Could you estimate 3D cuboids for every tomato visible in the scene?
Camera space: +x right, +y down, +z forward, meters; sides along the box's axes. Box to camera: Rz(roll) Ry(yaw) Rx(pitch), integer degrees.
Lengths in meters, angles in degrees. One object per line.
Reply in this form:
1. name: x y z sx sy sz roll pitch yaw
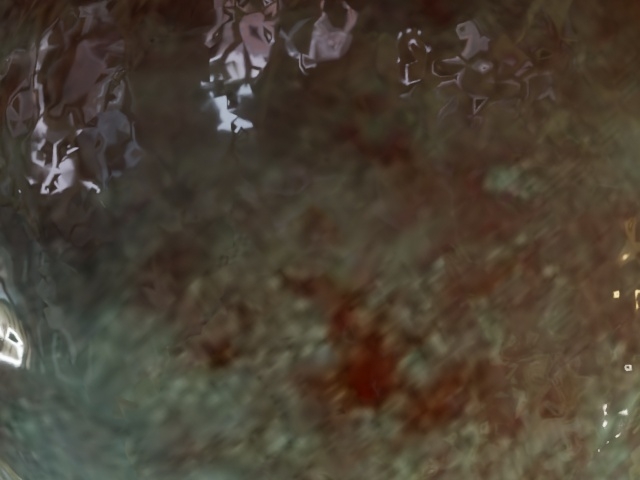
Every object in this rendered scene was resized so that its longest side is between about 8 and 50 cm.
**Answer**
1. tomato: 0.000 0.000 0.556 0.317 0.282 0.316 41 156 22
